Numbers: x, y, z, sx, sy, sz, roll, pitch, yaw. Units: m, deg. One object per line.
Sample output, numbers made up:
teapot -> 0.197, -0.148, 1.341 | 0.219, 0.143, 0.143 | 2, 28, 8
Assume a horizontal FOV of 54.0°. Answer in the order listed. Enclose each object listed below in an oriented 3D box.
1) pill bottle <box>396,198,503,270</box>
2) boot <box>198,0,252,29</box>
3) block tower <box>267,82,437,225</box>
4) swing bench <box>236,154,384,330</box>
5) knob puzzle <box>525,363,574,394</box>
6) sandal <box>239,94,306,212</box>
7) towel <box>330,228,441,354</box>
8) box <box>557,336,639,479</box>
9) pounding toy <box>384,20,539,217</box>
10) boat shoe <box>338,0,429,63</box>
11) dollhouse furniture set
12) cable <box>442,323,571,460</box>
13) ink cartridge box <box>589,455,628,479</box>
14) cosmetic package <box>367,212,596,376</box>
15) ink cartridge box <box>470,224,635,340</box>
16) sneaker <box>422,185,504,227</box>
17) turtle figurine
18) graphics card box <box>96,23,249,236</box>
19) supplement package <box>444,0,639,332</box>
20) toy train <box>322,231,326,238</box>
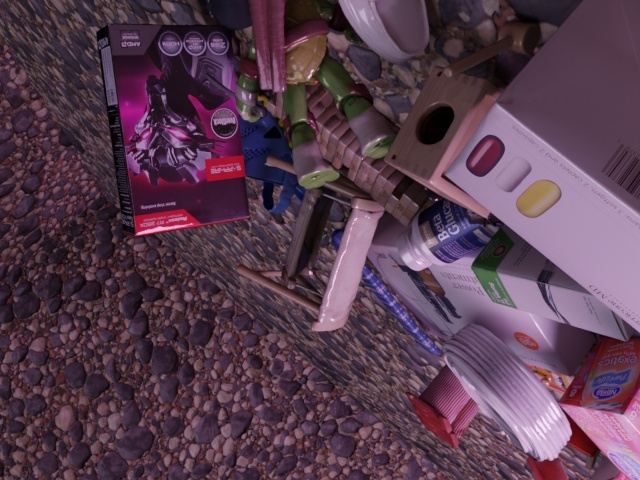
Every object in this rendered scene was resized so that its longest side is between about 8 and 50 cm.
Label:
pill bottle -> 0.202, -0.018, 0.971 | 0.094, 0.094, 0.169 | 47, 128, -12
boot -> -0.106, -0.390, 0.901 | 0.246, 0.094, 0.207 | 42, 159, 23
block tower -> 0.064, -0.165, 1.050 | 0.335, 0.091, 0.097 | 40, 160, 8
swing bench -> 0.000, 0.000, 1.208 | 0.254, 0.253, 0.165 | 31, -160, 38
knob puzzle -> 0.427, 0.251, 1.299 | 0.213, 0.030, 0.213 | 38, 161, 16
sandal -> -0.114, -0.179, 1.310 | 0.317, 0.138, 0.126 | 53, 161, -20
towel -> 0.139, 0.107, 1.401 | 0.336, 0.040, 0.243 | 49, 179, 3
box -> 0.547, 0.308, 0.992 | 0.300, 0.154, 0.142 | 46, 161, -10
pounding toy -> 0.166, -0.160, 0.730 | 0.181, 0.206, 0.094 | 23, -172, -42
boat shoe -> 0.067, -0.322, 0.699 | 0.096, 0.098, 0.277 | 20, 149, 51
dollhouse furniture set -> 0.403, 0.392, 1.380 | 0.374, 0.201, 0.152 | 27, 155, 41
cable -> 0.317, 0.258, 1.073 | 0.257, 0.089, 0.257 | 51, 177, -16
ink cartridge box -> 0.692, 0.528, 1.221 | 0.283, 0.117, 0.207 | 36, 160, 21
cosmetic package -> 0.272, 0.086, 1.166 | 0.284, 0.097, 0.377 | 49, 161, -23
ink cartridge box -> 0.331, 0.026, 0.825 | 0.208, 0.153, 0.087 | 16, 148, 55
sneaker -> 0.258, -0.064, 0.816 | 0.286, 0.130, 0.109 | 21, 153, 45
turtle figurine -> -0.008, -0.208, 0.830 | 0.266, 0.197, 0.275 | 67, 158, 11
graphics card box -> -0.267, -0.205, 1.167 | 0.094, 0.232, 0.371 | 11, 108, 57
supplement package -> 0.295, -0.077, 0.599 | 0.262, 0.204, 0.145 | 40, 161, 8
toy train -> -0.021, -0.029, 1.609 | 0.083, 0.024, 0.017 | 33, 158, 27
